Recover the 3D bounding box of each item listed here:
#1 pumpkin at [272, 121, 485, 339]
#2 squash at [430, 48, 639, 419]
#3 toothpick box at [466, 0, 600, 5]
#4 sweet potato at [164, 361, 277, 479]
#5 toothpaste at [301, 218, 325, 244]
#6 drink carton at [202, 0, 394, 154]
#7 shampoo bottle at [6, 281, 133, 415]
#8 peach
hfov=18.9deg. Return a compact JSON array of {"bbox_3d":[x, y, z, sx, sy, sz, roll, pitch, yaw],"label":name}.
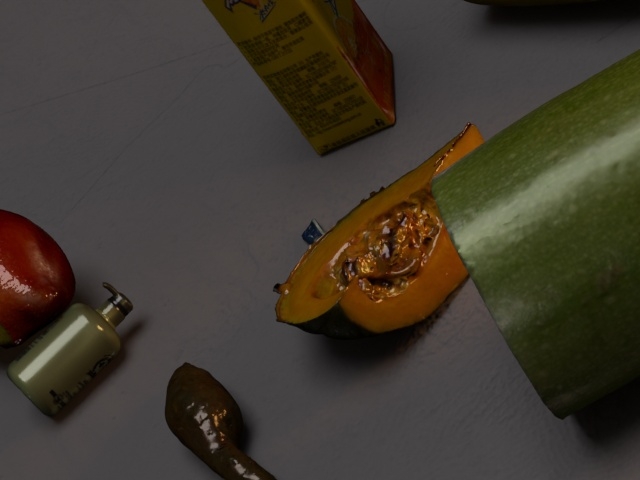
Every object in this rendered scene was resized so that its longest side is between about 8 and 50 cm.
[{"bbox_3d":[0.071,0.012,2.030,0.278,0.111,0.163,-53,25,-19],"label":"pumpkin"},{"bbox_3d":[0.320,-0.044,1.728,0.384,0.263,0.263,-31,36,10],"label":"squash"},{"bbox_3d":[0.261,-0.352,2.191,0.271,0.175,0.175,-3,49,44],"label":"toothpick box"},{"bbox_3d":[-0.113,0.196,1.997,0.075,0.075,0.269,-39,39,-1],"label":"sweet potato"},{"bbox_3d":[0.000,0.000,2.160,0.027,0.019,0.083,-55,31,6],"label":"toothpaste"},{"bbox_3d":[-0.045,-0.276,2.215,0.111,0.351,0.154,-23,38,19],"label":"drink carton"},{"bbox_3d":[-0.281,0.123,2.216,0.162,0.079,0.079,-44,36,-9],"label":"shampoo bottle"},{"bbox_3d":[-0.394,0.038,2.299,0.159,0.154,0.267,-52,18,-26],"label":"peach"}]
